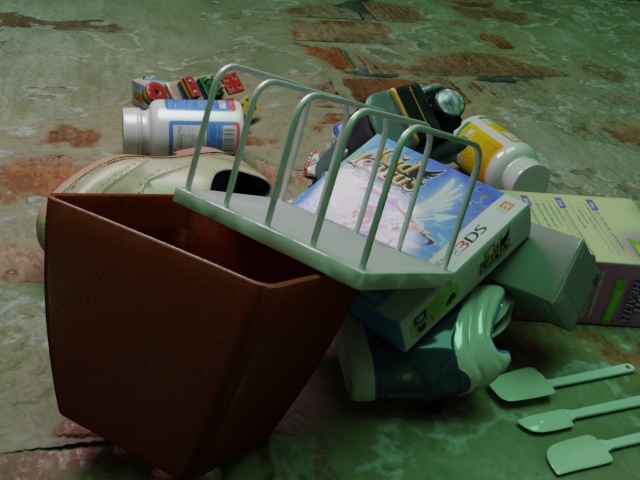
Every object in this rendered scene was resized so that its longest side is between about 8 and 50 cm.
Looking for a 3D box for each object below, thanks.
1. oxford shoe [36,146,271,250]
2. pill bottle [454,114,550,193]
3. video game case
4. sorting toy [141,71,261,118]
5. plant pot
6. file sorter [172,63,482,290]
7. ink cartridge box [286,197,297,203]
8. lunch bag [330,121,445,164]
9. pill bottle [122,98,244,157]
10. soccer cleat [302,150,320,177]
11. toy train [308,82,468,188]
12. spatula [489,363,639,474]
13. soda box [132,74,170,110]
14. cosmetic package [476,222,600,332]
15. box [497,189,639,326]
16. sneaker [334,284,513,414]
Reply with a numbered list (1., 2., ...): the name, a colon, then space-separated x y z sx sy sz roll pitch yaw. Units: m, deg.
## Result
1. oxford shoe: -0.245 -0.065 1.248 0.146 0.141 0.397 16 30 38
2. pill bottle: 0.352 -0.155 1.575 0.117 0.118 0.208 -8 34 -24
3. video game case: 0.091 -0.012 1.047 0.244 0.061 0.269 -39 48 -24
4. sorting toy: -0.227 -0.285 1.657 0.274 0.046 0.132 -22 84 -45
5. plant pot: -0.139 0.099 0.883 0.267 0.236 0.267 21 12 21
6. file sorter: 0.013 -0.074 0.902 0.277 0.173 0.192 25 13 34
7. ink cartridge box: -0.033 -0.052 1.405 0.083 0.028 0.048 -21 41 -40
8. lunch bag: 0.129 -0.172 1.586 0.218 0.090 0.176 4 27 -7
9. pill bottle: -0.261 -0.206 1.519 0.221 0.124 0.124 -1 32 -15
10. soccer cleat: -0.009 -0.149 1.575 0.035 0.029 0.083 20 35 3
11. toy train: 0.102 -0.148 1.334 0.190 0.334 0.142 -16 78 -28
12. spatula: 0.358 0.217 1.049 0.242 0.019 0.168 -7 33 -22
13. soda box: -0.324 -0.300 1.728 0.183 0.058 0.063 27 36 29
14. cosmetic package: 0.250 0.026 1.108 0.238 0.107 0.127 26 -9 38
15. box: 0.408 0.025 1.286 0.242 0.117 0.214 3 31 -6
16. sneaker: 0.133 0.084 1.089 0.236 0.130 0.323 -6 37 -4
